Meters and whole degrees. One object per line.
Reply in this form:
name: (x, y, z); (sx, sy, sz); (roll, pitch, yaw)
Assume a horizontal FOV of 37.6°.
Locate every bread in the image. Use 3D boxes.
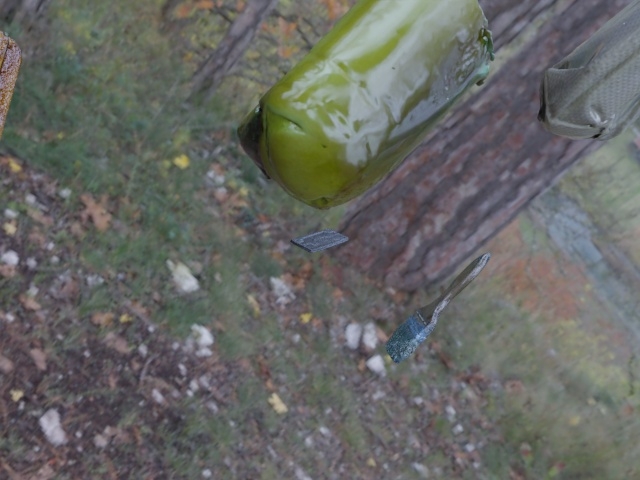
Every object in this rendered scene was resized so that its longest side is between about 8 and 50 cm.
bread: (0.063, -0.204, 1.270); (0.208, 0.251, 0.376); (47, 71, -2)

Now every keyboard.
keyboard: (0.000, 0.000, 1.788); (0.053, 0.010, 0.155); (26, 20, 23)

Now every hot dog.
hot dog: (-0.308, -0.136, 0.868); (0.049, 0.037, 0.122); (43, 58, -72)

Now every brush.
brush: (0.162, 0.088, 1.286); (0.021, 0.196, 0.070); (41, 6, -16)

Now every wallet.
wallet: (0.278, -0.164, 0.638); (0.068, 0.275, 0.335); (55, 32, 5)
